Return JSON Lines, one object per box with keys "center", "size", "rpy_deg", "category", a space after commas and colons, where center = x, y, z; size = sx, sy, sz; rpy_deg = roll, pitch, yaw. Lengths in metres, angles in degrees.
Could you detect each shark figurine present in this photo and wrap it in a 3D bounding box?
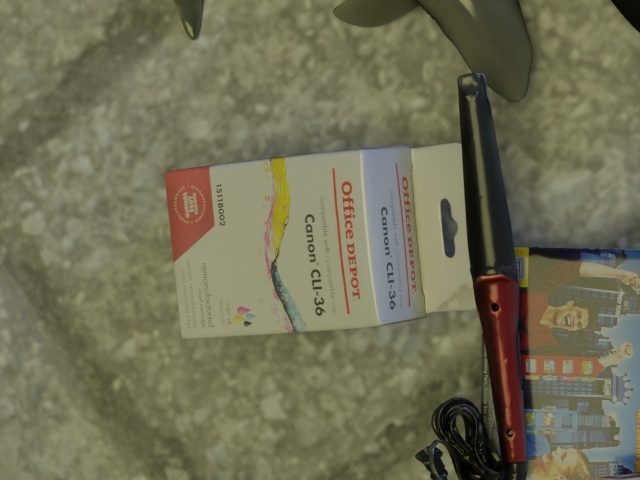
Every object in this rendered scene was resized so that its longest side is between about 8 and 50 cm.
{"center": [0.008, -0.196, 1.276], "size": [0.278, 0.116, 0.166], "rpy_deg": [12, 95, 13], "category": "shark figurine"}

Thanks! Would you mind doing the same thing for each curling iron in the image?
{"center": [0.097, 0.033, 1.231], "size": [0.068, 0.035, 0.274], "rpy_deg": [-1, 95, -18], "category": "curling iron"}

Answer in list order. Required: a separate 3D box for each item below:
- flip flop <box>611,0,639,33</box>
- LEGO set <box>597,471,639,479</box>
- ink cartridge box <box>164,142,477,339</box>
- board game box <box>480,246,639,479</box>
{"center": [0.176, -0.247, 1.234], "size": [0.080, 0.112, 0.277], "rpy_deg": [-33, 81, -10], "category": "flip flop"}
{"center": [0.221, 0.281, 1.241], "size": [0.132, 0.107, 0.287], "rpy_deg": [-34, 92, -4], "category": "LEGO set"}
{"center": [0.000, 0.000, 1.286], "size": [0.198, 0.067, 0.115], "rpy_deg": [-6, 91, 32], "category": "ink cartridge box"}
{"center": [0.202, 0.100, 1.264], "size": [0.194, 0.060, 0.194], "rpy_deg": [2, 94, 15], "category": "board game box"}
